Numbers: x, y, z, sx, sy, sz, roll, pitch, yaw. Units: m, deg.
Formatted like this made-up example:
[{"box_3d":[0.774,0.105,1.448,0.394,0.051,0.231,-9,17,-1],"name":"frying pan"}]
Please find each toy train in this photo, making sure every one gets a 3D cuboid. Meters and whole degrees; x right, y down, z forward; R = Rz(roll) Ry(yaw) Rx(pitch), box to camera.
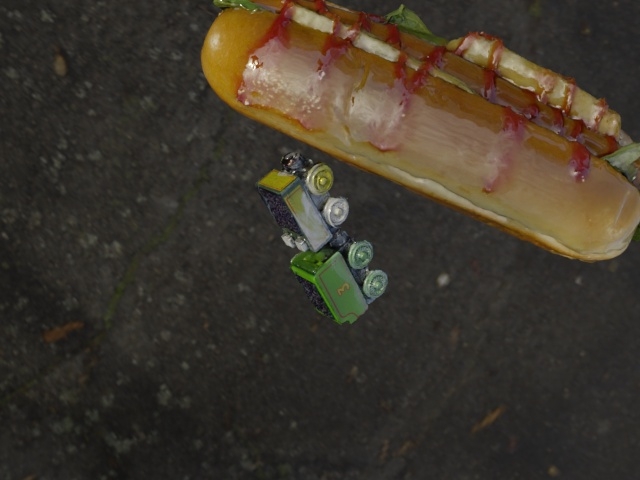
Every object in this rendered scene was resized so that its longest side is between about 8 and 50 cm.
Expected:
[{"box_3d":[0.000,0.000,1.124,0.081,0.060,0.202,-42,124,-19],"name":"toy train"}]

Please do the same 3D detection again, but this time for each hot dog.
[{"box_3d":[0.065,-0.066,0.546,0.250,0.104,0.076,23,120,4],"name":"hot dog"}]
